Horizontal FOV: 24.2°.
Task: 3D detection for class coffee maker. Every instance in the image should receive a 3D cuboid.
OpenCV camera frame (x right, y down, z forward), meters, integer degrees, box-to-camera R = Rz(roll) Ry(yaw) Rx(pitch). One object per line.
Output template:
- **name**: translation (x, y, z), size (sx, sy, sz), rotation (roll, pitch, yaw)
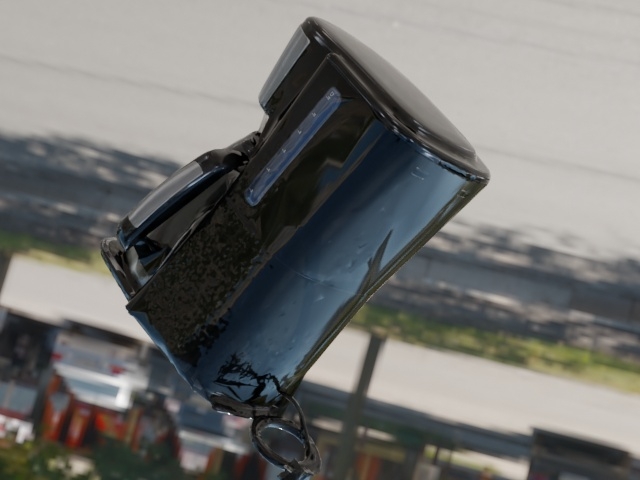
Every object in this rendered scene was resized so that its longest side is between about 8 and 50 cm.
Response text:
- **coffee maker**: translation (0.000, 0.000, 0.779), size (0.171, 0.178, 0.120), rotation (46, -163, 9)
